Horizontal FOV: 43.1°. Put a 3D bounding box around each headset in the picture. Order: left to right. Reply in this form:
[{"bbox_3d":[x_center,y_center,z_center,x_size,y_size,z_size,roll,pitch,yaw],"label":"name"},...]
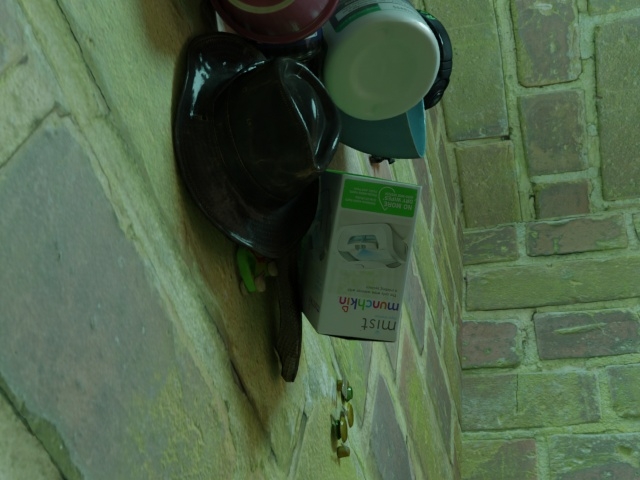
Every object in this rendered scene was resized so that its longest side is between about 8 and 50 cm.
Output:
[{"bbox_3d":[0.203,-0.402,2.120,0.185,0.244,0.393,-24,127,-48],"label":"headset"}]

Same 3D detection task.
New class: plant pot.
[{"bbox_3d":[-0.069,-0.368,1.098,0.180,0.202,0.201,-76,155,-76],"label":"plant pot"},{"bbox_3d":[0.101,-0.304,1.716,0.290,0.196,0.290,-7,90,-74],"label":"plant pot"}]

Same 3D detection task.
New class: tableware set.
[{"bbox_3d":[0.043,0.336,1.545,0.104,0.024,0.154,65,22,-55],"label":"tableware set"}]

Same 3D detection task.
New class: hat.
[{"bbox_3d":[-0.049,-0.146,1.101,0.331,0.134,0.331,31,51,-49],"label":"hat"}]

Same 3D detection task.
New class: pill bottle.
[{"bbox_3d":[-0.060,-0.358,1.295,0.122,0.123,0.219,-68,155,-60],"label":"pill bottle"},{"bbox_3d":[0.065,-0.393,1.474,0.361,0.204,0.204,-110,178,-47],"label":"pill bottle"}]

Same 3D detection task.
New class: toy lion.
[{"bbox_3d":[-0.099,0.019,1.181,0.100,0.034,0.096,-55,128,-67],"label":"toy lion"}]

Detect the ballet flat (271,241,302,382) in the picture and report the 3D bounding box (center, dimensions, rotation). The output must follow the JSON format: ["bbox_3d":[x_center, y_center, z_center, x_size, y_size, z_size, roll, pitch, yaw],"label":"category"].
[{"bbox_3d":[-0.059,0.093,1.252,0.084,0.058,0.249,156,-66,-79],"label":"ballet flat"}]

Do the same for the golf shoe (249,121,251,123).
[{"bbox_3d":[-0.106,-0.186,1.223,0.086,0.069,0.176,22,59,-44],"label":"golf shoe"}]

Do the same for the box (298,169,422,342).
[{"bbox_3d":[0.049,0.013,1.247,0.262,0.127,0.230,-142,-119,-77],"label":"box"}]
